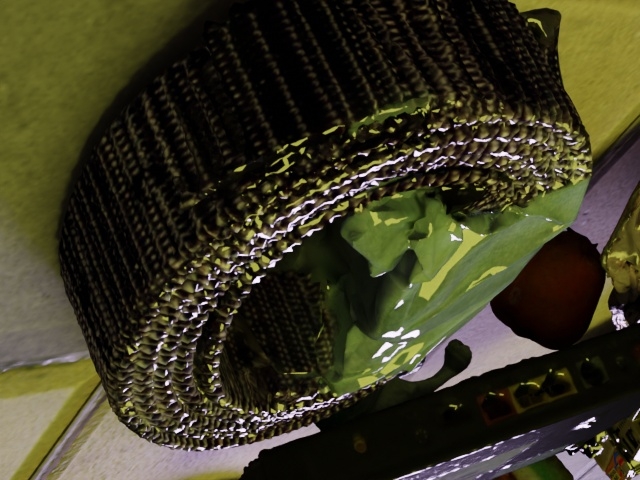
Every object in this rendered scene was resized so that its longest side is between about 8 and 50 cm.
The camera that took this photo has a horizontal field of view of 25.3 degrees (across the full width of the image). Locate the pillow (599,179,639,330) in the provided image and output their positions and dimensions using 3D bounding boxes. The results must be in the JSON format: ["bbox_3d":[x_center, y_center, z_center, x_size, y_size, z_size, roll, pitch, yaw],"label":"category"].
[{"bbox_3d":[0.264,0.003,1.087,0.135,0.049,0.248,-62,159,-11],"label":"pillow"}]

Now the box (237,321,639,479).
[{"bbox_3d":[0.095,0.150,1.044,0.350,0.058,0.211,-15,163,-25],"label":"box"}]

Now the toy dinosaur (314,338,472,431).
[{"bbox_3d":[0.055,0.115,1.083,0.129,0.076,0.383,-26,152,1],"label":"toy dinosaur"}]

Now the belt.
[{"bbox_3d":[0.000,0.000,0.743,0.260,0.122,0.325,-14,151,-26],"label":"belt"}]

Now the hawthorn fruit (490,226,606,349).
[{"bbox_3d":[0.176,0.032,1.072,0.093,0.081,0.081,-60,158,-10],"label":"hawthorn fruit"}]

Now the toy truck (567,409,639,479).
[{"bbox_3d":[0.320,0.167,1.429,0.127,0.127,0.257,-27,152,-9],"label":"toy truck"}]

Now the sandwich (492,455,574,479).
[{"bbox_3d":[0.153,0.359,1.542,0.301,0.162,0.250,-8,142,-48],"label":"sandwich"}]
